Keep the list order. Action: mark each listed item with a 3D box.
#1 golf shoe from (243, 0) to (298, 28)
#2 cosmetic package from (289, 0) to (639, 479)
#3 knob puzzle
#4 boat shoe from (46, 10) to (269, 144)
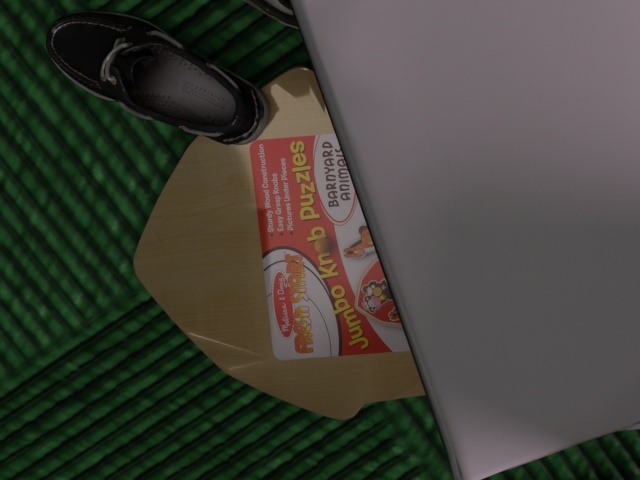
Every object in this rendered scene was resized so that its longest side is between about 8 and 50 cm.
[{"bbox_3d":[-0.029,-0.143,0.925,0.176,0.086,0.069,23,110,-2],"label":"golf shoe"},{"bbox_3d":[0.096,-0.103,0.813,0.217,0.156,0.385,-18,127,1],"label":"cosmetic package"},{"bbox_3d":[0.000,0.000,0.999,0.213,0.030,0.213,1,109,3],"label":"knob puzzle"},{"bbox_3d":[-0.086,-0.082,0.956,0.125,0.038,0.046,29,96,15],"label":"boat shoe"}]
